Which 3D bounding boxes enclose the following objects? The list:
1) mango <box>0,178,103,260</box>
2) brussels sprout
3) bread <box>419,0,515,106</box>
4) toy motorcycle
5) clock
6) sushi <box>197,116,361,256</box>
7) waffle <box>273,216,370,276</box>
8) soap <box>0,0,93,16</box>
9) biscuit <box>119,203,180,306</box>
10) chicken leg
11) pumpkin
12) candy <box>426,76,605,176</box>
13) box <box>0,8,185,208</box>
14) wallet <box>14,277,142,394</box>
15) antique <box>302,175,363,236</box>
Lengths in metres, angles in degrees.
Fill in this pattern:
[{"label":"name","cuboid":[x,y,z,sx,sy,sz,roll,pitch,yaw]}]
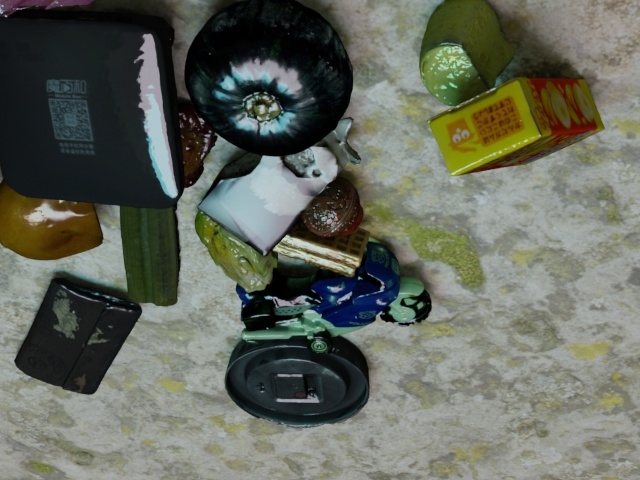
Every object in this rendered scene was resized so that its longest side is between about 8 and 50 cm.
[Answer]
[{"label":"mango","cuboid":[-0.440,-0.043,1.977,0.166,0.136,0.236,-13,155,-8]},{"label":"brussels sprout","cuboid":[-0.134,0.001,2.023,0.139,0.100,0.181,5,143,41]},{"label":"bread","cuboid":[0.191,-0.253,1.683,0.111,0.114,0.129,-23,119,38]},{"label":"toy motorcycle","cuboid":[0.020,0.093,2.106,0.331,0.125,0.196,-5,137,7]},{"label":"clock","cuboid":[-0.043,0.260,2.349,0.281,0.055,0.280,3,140,3]},{"label":"sushi","cuboid":[-0.049,-0.117,1.888,0.134,0.109,0.273,40,112,-16]},{"label":"waffle","cuboid":[0.000,0.000,1.989,0.148,0.102,0.042,19,122,3]},{"label":"soap","cuboid":[-0.336,-0.391,1.580,0.289,0.112,0.182,-31,127,34]},{"label":"biscuit","cuboid":[-0.288,0.006,2.095,0.099,0.038,0.322,8,140,2]},{"label":"chicken leg","cuboid":[-0.242,-0.190,1.840,0.177,0.083,0.322,-17,137,12]},{"label":"pumpkin","cuboid":[-0.072,-0.224,1.707,0.233,0.163,0.233,2,137,2]},{"label":"candy","cuboid":[0.272,-0.158,1.687,0.146,0.088,0.276,-25,174,28]},{"label":"box","cuboid":[-0.336,-0.186,1.754,0.290,0.073,0.289,5,117,18]},{"label":"wallet","cuboid":[-0.456,0.185,2.301,0.170,0.044,0.321,23,139,-12]},{"label":"antique","cuboid":[0.015,-0.054,1.942,0.104,0.104,0.104,3,139,3]}]
